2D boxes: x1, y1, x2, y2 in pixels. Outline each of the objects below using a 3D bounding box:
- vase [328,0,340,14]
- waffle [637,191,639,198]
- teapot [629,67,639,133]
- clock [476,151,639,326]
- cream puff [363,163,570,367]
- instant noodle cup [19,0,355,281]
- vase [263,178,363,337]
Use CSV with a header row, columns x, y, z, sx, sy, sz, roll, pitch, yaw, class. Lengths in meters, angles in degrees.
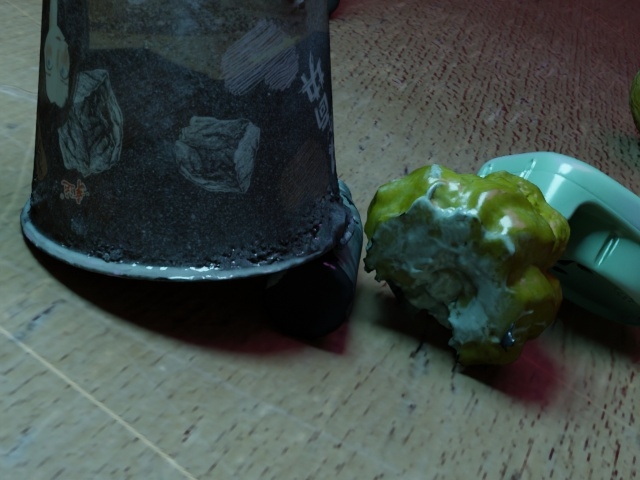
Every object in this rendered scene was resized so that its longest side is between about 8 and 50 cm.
x,y,z,sx,sy,sz,roll,pitch,yaw,class
-0.006,-0.441,1.698,0.173,0.321,0.173,20,22,-8,vase
0.450,0.050,1.297,0.328,0.098,0.224,14,21,-18,waffle
0.471,-0.134,1.688,0.203,0.167,0.311,-13,-39,43,teapot
0.219,0.010,1.119,0.211,0.066,0.159,34,-10,-14,clock
0.105,0.005,0.992,0.156,0.121,0.156,36,20,-15,cream puff
-0.083,-0.106,0.902,0.218,0.207,0.217,2,21,-1,instant noodle cup
0.000,0.000,1.007,0.060,0.060,0.211,21,21,-4,vase
